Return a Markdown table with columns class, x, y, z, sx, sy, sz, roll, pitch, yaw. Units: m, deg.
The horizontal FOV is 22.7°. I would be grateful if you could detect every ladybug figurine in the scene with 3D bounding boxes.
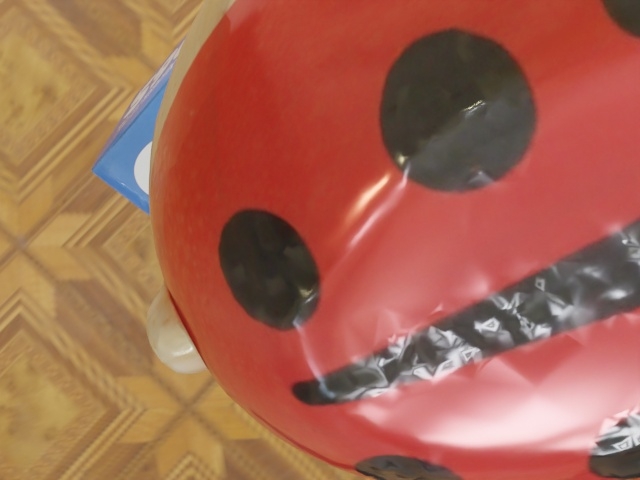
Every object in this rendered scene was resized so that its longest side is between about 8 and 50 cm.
| class | x | y | z | sx | sy | sz | roll | pitch | yaw |
| --- | --- | --- | --- | --- | --- | --- | --- | --- | --- |
| ladybug figurine | 0.124 | -0.034 | 0.596 | 0.449 | 0.162 | 0.305 | -28 | 114 | 20 |

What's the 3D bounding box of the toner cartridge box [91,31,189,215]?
| class | x | y | z | sx | sy | sz | roll | pitch | yaw |
| --- | --- | --- | --- | --- | --- | --- | --- | --- | --- |
| toner cartridge box | 0.053 | -0.106 | 0.754 | 0.165 | 0.348 | 0.075 | 36 | 36 | -13 |
